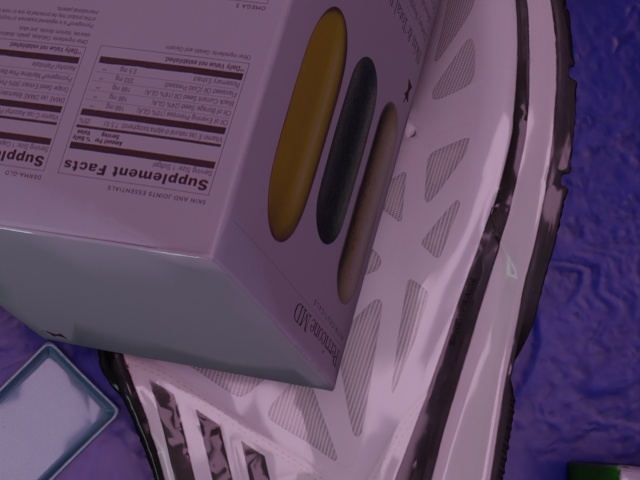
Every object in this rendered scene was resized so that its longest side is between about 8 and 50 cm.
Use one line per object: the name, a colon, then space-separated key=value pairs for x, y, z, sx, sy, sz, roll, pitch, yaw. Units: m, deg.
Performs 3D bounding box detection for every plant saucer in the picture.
plant saucer: x=-0.219 y=0.155 z=1.052 sx=0.067 sy=0.018 sz=0.192 roll=45 pitch=81 yaw=-1

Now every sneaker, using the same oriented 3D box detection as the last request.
sneaker: x=0.000 y=0.000 z=1.016 sx=0.257 sy=0.169 sz=0.448 roll=11 pitch=86 yaw=-8

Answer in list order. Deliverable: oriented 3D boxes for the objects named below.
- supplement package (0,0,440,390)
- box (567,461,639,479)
supplement package: x=-0.074 y=-0.084 z=0.906 sx=0.198 sy=0.199 sz=0.263 roll=8 pitch=70 yaw=22
box: x=0.275 y=0.279 z=1.047 sx=0.231 sy=0.127 sz=0.262 roll=5 pitch=84 yaw=-7
